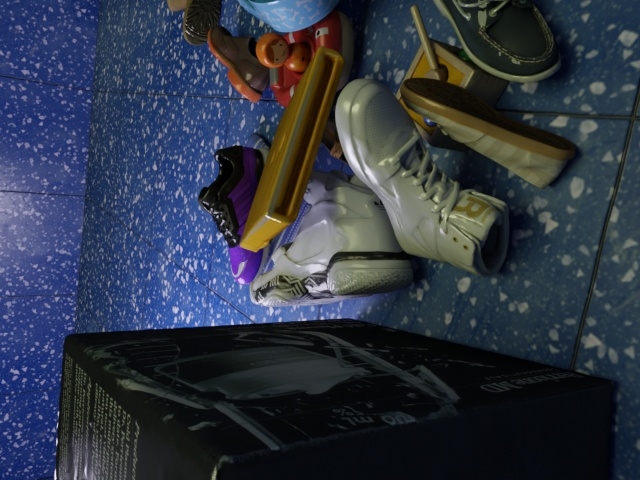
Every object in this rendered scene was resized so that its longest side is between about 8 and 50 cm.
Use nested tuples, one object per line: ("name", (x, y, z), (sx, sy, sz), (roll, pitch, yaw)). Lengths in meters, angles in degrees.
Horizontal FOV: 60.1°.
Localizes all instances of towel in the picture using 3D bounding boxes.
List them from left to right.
("towel", (-0.116, -0.058, 1.206), (0.336, 0.040, 0.243), (52, 126, 40))

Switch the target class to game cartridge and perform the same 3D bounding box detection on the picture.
("game cartridge", (-0.060, -0.134, 0.957), (0.324, 0.053, 0.285), (148, 140, -73))

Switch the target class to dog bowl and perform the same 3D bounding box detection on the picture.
("dog bowl", (-0.070, -0.461, 0.978), (0.166, 0.074, 0.297), (-39, 47, -3))

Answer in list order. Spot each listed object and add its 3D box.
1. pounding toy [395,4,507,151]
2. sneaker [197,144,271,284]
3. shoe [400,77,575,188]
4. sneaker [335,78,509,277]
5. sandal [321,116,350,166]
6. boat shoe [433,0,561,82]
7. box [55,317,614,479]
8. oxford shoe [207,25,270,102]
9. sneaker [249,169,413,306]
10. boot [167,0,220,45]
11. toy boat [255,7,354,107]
("pounding toy", (0.163, -0.218, 0.754), (0.130, 0.100, 0.141), (55, 131, 40))
("sneaker", (-0.186, -0.055, 1.145), (0.102, 0.146, 0.293), (1, 87, 52))
("shoe", (0.190, -0.131, 0.668), (0.219, 0.076, 0.058), (29, 131, 13))
("sneaker", (0.143, -0.071, 0.676), (0.108, 0.292, 0.169), (-49, 39, -15))
("sandal", (0.036, -0.175, 0.976), (0.180, 0.049, 0.072), (40, 121, 48))
("boat shoe", (0.213, -0.296, 0.687), (0.079, 0.095, 0.254), (68, -177, -56))
("box", (-0.011, 0.273, 0.653), (0.472, 0.480, 0.297), (5, 92, 54))
("oxford shoe", (-0.177, -0.428, 1.270), (0.098, 0.097, 0.271), (-45, 55, 19))
("sneaker", (0.000, 0.000, 0.953), (0.366, 0.138, 0.210), (-17, 73, 49))
("boot", (-0.362, -0.656, 1.532), (0.270, 0.089, 0.235), (26, 99, 52))
("toy boat", (-0.046, -0.337, 1.010), (0.231, 0.151, 0.150), (-9, 82, 54))
